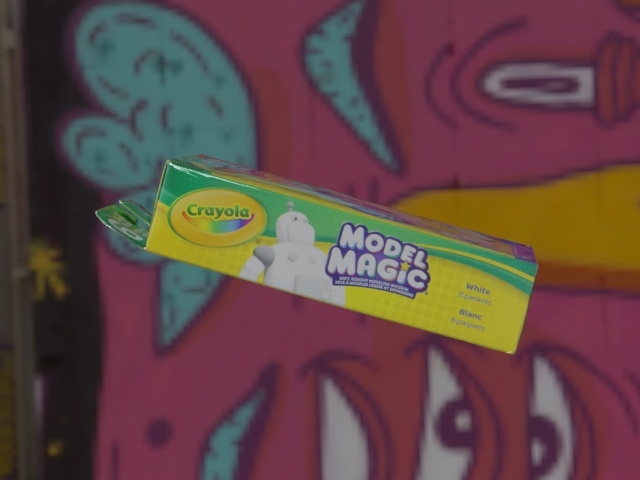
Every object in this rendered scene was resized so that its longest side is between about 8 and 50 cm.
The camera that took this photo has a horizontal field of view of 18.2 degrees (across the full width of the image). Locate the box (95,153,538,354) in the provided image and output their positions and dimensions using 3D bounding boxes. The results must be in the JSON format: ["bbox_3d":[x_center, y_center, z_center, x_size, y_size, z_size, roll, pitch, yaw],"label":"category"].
[{"bbox_3d":[0.000,0.000,0.842,0.105,0.179,0.043,-46,-31,-84],"label":"box"}]
